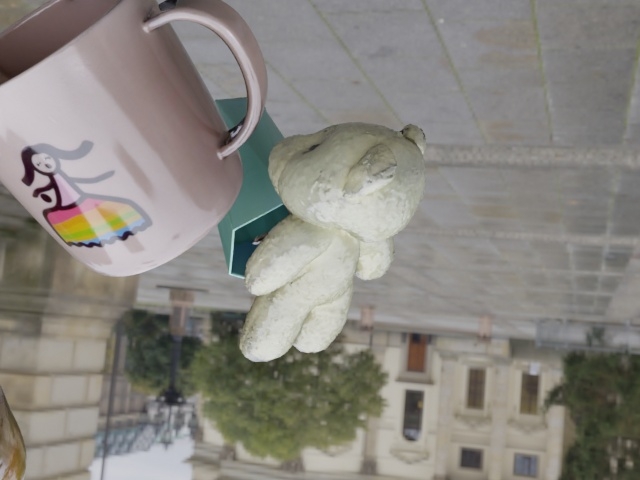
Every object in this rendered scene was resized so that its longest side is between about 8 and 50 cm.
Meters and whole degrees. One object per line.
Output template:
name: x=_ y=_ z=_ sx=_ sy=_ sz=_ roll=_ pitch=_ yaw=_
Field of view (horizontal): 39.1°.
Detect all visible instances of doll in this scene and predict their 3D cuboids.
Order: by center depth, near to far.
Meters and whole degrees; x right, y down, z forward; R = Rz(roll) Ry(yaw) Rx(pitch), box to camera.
doll: x=-0.003 y=0.000 z=0.895 sx=0.149 sy=0.278 sz=0.175 roll=27 pitch=-155 yaw=7

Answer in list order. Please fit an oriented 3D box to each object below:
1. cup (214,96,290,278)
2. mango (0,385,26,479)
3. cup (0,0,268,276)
cup: x=-0.078 y=-0.078 z=1.141 sx=0.148 sy=0.236 sz=0.134 roll=-25 pitch=142 yaw=3
mango: x=-0.311 y=0.149 z=0.729 sx=0.111 sy=0.133 sz=0.268 roll=-17 pitch=145 yaw=-9
cup: x=-0.153 y=-0.100 z=0.751 sx=0.252 sy=0.192 sz=0.200 roll=-19 pitch=123 yaw=22
